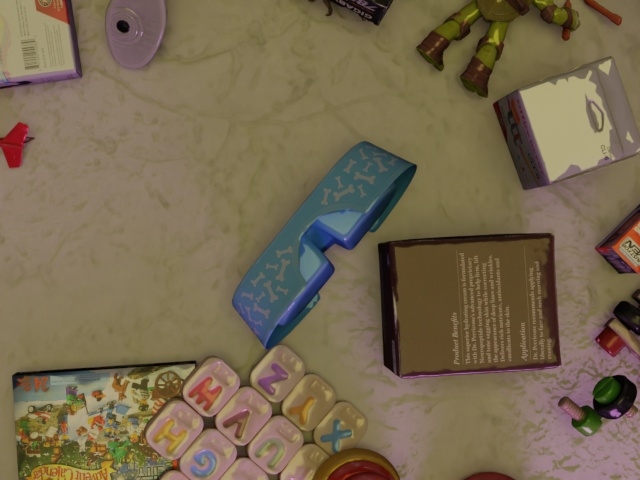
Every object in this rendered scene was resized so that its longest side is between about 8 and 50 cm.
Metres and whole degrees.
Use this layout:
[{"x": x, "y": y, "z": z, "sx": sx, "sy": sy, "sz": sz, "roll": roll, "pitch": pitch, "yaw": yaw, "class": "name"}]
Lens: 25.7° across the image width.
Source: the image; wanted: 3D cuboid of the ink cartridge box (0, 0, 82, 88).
[{"x": -0.400, "y": -0.259, "z": 1.770, "sx": 0.175, "sy": 0.072, "sz": 0.127, "roll": -8, "pitch": 90, "yaw": -3, "class": "ink cartridge box"}]

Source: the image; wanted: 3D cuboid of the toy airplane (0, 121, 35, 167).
[{"x": -0.434, "y": -0.126, "z": 1.767, "sx": 0.151, "sy": 0.028, "sz": 0.151, "roll": -12, "pitch": 129, "yaw": -15, "class": "toy airplane"}]

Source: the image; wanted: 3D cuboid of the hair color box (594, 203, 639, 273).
[{"x": 0.439, "y": -0.031, "z": 1.806, "sx": 0.053, "sy": 0.093, "sz": 0.167, "roll": 45, "pitch": 87, "yaw": -1, "class": "hair color box"}]

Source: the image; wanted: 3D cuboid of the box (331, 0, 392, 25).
[{"x": 0.017, "y": -0.468, "z": 1.771, "sx": 0.293, "sy": 0.073, "sz": 0.295, "roll": 28, "pitch": 76, "yaw": -3, "class": "box"}]

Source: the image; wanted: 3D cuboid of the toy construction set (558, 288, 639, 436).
[{"x": 0.512, "y": 0.149, "z": 1.777, "sx": 0.237, "sy": 0.257, "sz": 0.308, "roll": 39, "pitch": 64, "yaw": -20, "class": "toy construction set"}]

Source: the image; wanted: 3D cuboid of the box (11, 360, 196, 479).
[{"x": -0.270, "y": 0.241, "z": 1.788, "sx": 0.233, "sy": 0.044, "sz": 0.159, "roll": -4, "pitch": 90, "yaw": -3, "class": "box"}]

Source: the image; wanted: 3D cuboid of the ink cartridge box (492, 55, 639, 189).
[{"x": 0.308, "y": -0.144, "z": 1.757, "sx": 0.127, "sy": 0.176, "sz": 0.128, "roll": -19, "pitch": 90, "yaw": -3, "class": "ink cartridge box"}]

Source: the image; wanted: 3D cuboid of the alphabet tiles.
[{"x": -0.080, "y": 0.285, "z": 1.781, "sx": 0.284, "sy": 0.021, "sz": 0.278, "roll": 44, "pitch": 80, "yaw": -12, "class": "alphabet tiles"}]

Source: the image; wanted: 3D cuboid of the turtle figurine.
[{"x": 0.239, "y": -0.296, "z": 1.799, "sx": 0.270, "sy": 0.087, "sz": 0.217, "roll": 34, "pitch": 88, "yaw": -2, "class": "turtle figurine"}]

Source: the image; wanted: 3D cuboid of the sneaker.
[{"x": -0.218, "y": -0.336, "z": 1.782, "sx": 0.079, "sy": 0.121, "sz": 0.216, "roll": 12, "pitch": 123, "yaw": 4, "class": "sneaker"}]

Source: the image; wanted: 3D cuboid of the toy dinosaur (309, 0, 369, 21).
[{"x": 0.011, "y": -0.357, "z": 1.815, "sx": 0.093, "sy": 0.053, "sz": 0.183, "roll": -16, "pitch": 84, "yaw": -16, "class": "toy dinosaur"}]

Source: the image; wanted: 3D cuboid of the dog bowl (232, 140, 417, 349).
[{"x": 0.000, "y": 0.000, "z": 1.752, "sx": 0.074, "sy": 0.166, "sz": 0.297, "roll": 38, "pitch": 88, "yaw": 9, "class": "dog bowl"}]

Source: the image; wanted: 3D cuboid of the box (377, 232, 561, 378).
[{"x": 0.183, "y": 0.078, "z": 1.753, "sx": 0.203, "sy": 0.167, "sz": 0.168, "roll": -3, "pitch": 90, "yaw": -3, "class": "box"}]

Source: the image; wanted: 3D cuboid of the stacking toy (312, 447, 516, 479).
[{"x": 0.138, "y": 0.417, "z": 1.750, "sx": 0.309, "sy": 0.130, "sz": 0.279, "roll": 7, "pitch": 89, "yaw": -9, "class": "stacking toy"}]
